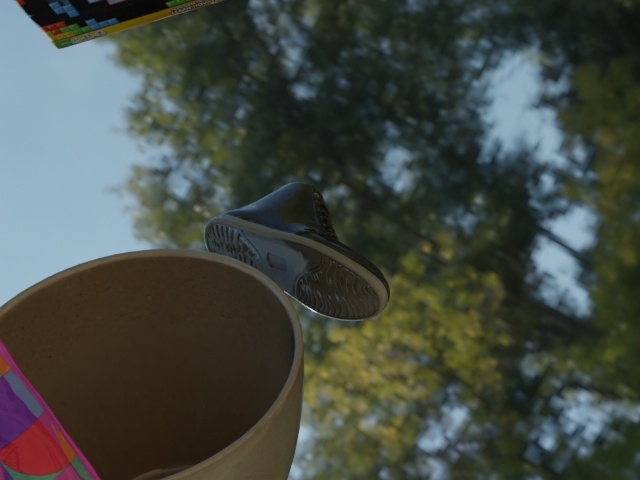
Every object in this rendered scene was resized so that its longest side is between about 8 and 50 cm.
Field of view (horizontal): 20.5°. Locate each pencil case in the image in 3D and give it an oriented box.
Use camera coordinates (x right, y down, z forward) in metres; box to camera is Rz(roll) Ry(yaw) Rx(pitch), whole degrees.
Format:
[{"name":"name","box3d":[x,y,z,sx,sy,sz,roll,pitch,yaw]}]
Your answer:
[{"name":"pencil case","box3d":[-0.216,0.174,1.310,0.104,0.104,0.236,-43,-77,-21]}]

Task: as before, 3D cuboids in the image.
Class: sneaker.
[{"name":"sneaker","box3d":[0.000,0.000,1.799,0.118,0.222,0.083,-37,-42,-39]}]

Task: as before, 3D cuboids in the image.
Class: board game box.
[{"name":"board game box","box3d":[-0.153,-0.216,1.330,0.170,0.048,0.141,-15,-26,14]}]

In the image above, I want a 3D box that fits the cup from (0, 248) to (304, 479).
[{"name":"cup","box3d":[-0.162,0.202,1.666,0.331,0.331,0.237,-35,-47,-28]}]
